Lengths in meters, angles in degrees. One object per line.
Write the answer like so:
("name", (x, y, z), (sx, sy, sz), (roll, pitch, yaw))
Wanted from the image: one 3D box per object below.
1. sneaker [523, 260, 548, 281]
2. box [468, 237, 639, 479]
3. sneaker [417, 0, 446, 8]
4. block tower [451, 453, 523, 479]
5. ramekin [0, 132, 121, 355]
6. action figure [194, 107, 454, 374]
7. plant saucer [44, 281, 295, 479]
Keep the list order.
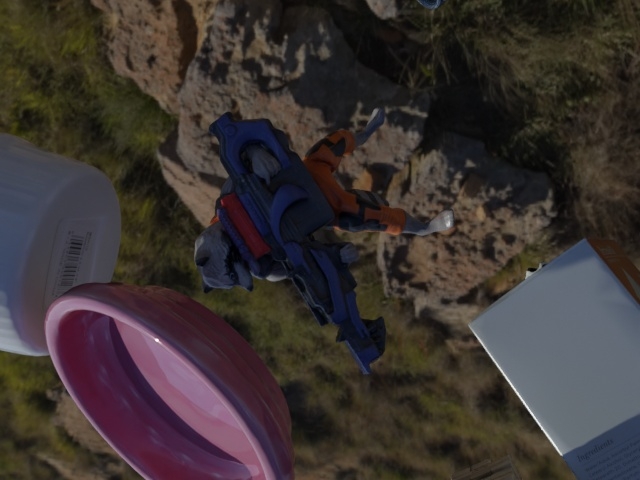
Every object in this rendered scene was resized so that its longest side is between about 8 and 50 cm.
("sneaker", (0.337, 0.062, 1.046), (0.031, 0.037, 0.083), (-14, 157, -45))
("box", (0.364, 0.182, 0.755), (0.168, 0.345, 0.215), (-42, 159, 24))
("sneaker", (0.079, -0.340, 0.686), (0.094, 0.091, 0.258), (8, 167, 46))
("block tower", (0.200, 0.341, 0.736), (0.090, 0.097, 0.335), (-28, 175, 11))
("ramekin", (-0.370, 0.012, 0.837), (0.135, 0.277, 0.277), (13, 145, 8))
("action figure", (0.000, 0.000, 0.829), (0.330, 0.341, 0.178), (-20, 170, -24))
("plant saucer", (-0.157, 0.173, 0.726), (0.332, 0.084, 0.332), (21, 133, 24))
